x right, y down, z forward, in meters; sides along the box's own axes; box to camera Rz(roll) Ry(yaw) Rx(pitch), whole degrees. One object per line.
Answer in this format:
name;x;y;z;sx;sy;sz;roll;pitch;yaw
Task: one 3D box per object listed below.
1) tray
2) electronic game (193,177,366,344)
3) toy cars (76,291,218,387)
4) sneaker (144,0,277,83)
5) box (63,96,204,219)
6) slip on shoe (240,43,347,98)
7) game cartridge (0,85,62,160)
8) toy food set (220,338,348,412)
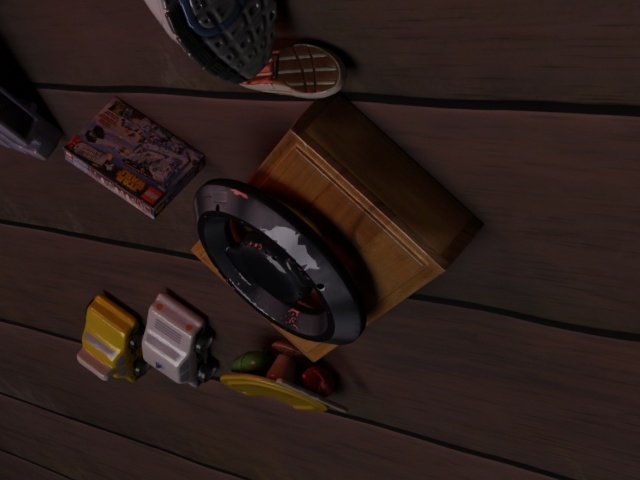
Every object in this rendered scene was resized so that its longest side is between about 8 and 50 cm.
tray;0.000;0.000;1.656;0.203;0.076;0.411;42;154;-2
electronic game;-0.045;0.024;1.615;0.229;0.048;0.229;34;155;18
toy cars;-0.271;0.165;2.292;0.176;0.087;0.393;51;153;-20
sneaker;-0.144;-0.274;1.412;0.297;0.111;0.129;56;167;-20
box;-0.216;-0.096;1.781;0.137;0.094;0.027;34;154;16
slip on shoe;-0.022;-0.159;1.470;0.135;0.051;0.041;3;176;42
game cartridge;-0.509;-0.229;1.925;0.230;0.068;0.355;24;168;40
toy food set;-0.043;0.173;2.019;0.128;0.071;0.218;25;165;-25
